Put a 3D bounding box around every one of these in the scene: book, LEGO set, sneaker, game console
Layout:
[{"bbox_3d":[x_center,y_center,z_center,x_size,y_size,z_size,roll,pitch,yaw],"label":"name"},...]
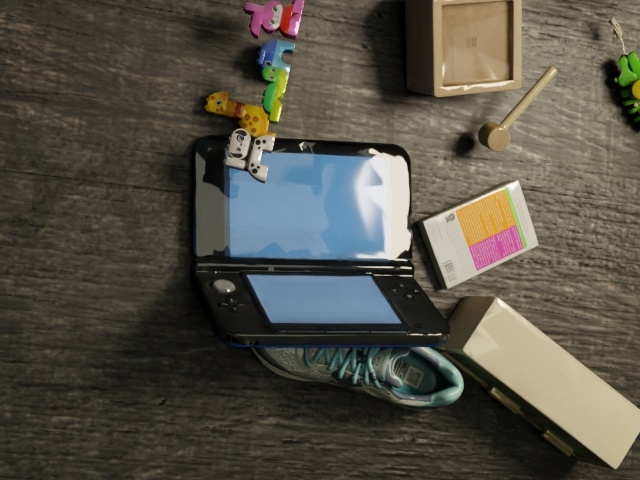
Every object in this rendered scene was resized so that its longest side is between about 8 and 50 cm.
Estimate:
[{"bbox_3d":[0.208,-0.008,1.834,0.144,0.035,0.096,-24,99,-17],"label":"book"},{"bbox_3d":[-0.090,-0.185,1.709,0.093,0.087,0.227,12,82,-2],"label":"LEGO set"},{"bbox_3d":[0.052,0.138,1.728,0.283,0.122,0.110,16,84,-17],"label":"sneaker"},{"bbox_3d":[0.000,0.000,1.696,0.293,0.250,0.173,1,115,-18],"label":"game console"}]

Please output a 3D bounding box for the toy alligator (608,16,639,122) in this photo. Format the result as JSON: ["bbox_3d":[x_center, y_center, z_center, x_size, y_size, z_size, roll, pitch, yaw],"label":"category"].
[{"bbox_3d":[0.426,-0.213,1.905,0.051,0.056,0.190,-30,101,24],"label":"toy alligator"}]

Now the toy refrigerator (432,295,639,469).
[{"bbox_3d":[0.282,0.187,1.816,0.269,0.102,0.094,37,78,-15],"label":"toy refrigerator"}]

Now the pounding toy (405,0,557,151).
[{"bbox_3d":[0.207,-0.223,1.812,0.181,0.094,0.206,-8,106,-21],"label":"pounding toy"}]
